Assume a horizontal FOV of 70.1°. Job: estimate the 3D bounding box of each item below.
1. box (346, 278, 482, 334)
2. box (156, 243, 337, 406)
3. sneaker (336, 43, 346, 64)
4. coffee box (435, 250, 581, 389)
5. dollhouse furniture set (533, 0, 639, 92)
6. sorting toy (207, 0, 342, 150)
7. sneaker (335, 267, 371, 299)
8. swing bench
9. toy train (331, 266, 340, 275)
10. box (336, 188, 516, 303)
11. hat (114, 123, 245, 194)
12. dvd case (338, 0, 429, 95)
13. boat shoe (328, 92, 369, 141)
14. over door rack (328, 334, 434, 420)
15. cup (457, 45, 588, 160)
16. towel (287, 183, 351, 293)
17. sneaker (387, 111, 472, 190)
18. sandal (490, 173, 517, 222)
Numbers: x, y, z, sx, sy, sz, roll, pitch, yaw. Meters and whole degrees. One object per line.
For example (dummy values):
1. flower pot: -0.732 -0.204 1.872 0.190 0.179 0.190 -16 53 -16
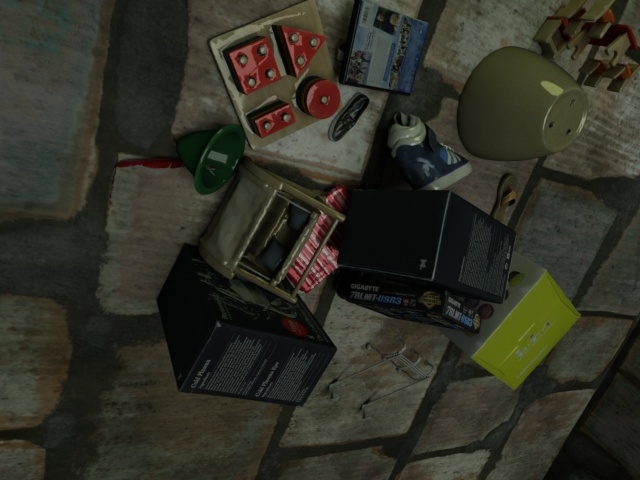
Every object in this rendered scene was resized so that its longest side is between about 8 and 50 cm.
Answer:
1. box: 0.272 0.189 1.303 0.295 0.293 0.074 27 70 -49
2. box: -0.187 0.197 1.088 0.312 0.343 0.179 21 105 -35
3. sneaker: 0.082 -0.449 1.099 0.109 0.040 0.044 -16 154 -29
4. coffee box: 0.570 0.224 1.518 0.338 0.334 0.338 -50 127 3
5. dollhouse furniture set: 0.737 -0.566 1.250 0.135 0.259 0.262 -49 127 5
6. sorting toy: -0.077 -0.361 1.020 0.255 0.089 0.257 -29 124 -13
7. sneaker: 0.122 0.076 1.376 0.097 0.084 0.235 12 111 -57
8. swing bench: -0.125 -0.025 1.100 0.254 0.165 0.253 25 102 -26
9. toy train: 0.050 0.031 1.328 0.036 0.027 0.159 -9 118 -27
10. box: 0.291 0.020 1.221 0.395 0.293 0.212 18 83 -45
11. hat: -0.298 -0.214 1.015 0.208 0.183 0.173 -41 158 -61
12. dvd case: 0.157 -0.456 1.105 0.252 0.022 0.181 -7 119 -41
13. boat shoe: 0.072 -0.311 1.156 0.049 0.040 0.142 30 98 -36
14. over door rack: 0.208 0.475 1.607 0.324 0.108 0.239 -39 127 12
15. cup: 0.595 -0.362 1.294 0.330 0.237 0.332 -13 120 -22
16. towel: 0.000 0.000 1.260 0.274 0.031 0.199 -40 117 -1
17. sneaker: 0.294 -0.257 1.253 0.322 0.130 0.237 -31 93 -53
18. sandal: 0.631 -0.135 1.545 0.072 0.049 0.180 -2 115 -28
